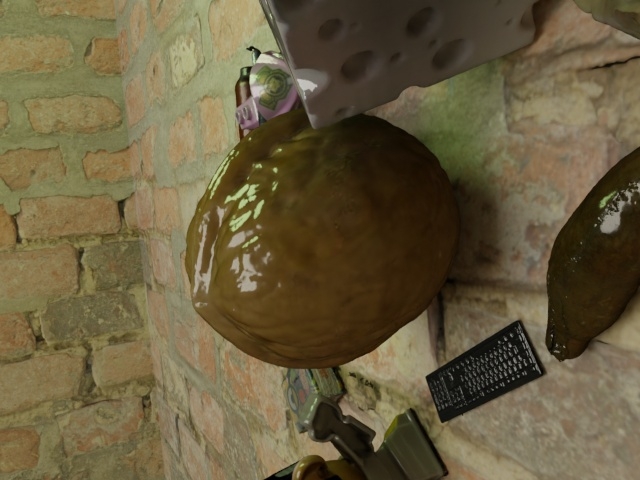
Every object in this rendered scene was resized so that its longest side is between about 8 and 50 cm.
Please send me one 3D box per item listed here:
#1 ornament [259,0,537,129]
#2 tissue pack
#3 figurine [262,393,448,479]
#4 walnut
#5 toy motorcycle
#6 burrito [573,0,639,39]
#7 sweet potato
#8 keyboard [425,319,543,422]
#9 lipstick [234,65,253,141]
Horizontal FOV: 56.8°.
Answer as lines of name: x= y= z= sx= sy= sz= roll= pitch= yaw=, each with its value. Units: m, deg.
ornament: x=0.045 y=-0.295 z=0.537 sx=0.240 sy=0.239 sz=0.240 roll=66 pitch=-178 yaw=-64
tissue pack: x=-0.018 y=0.269 z=1.080 sx=0.109 sy=0.060 sz=0.148 roll=63 pitch=148 yaw=31
figurine: x=0.027 y=0.348 z=0.777 sx=0.143 sy=0.308 sz=0.309 roll=-28 pitch=72 yaw=56
walnut: x=0.000 y=0.000 z=0.689 sx=0.333 sy=0.332 sz=0.333 roll=24 pitch=117 yaw=59
toy motorcycle: x=-0.047 y=-0.216 z=0.879 sx=0.327 sy=0.188 sz=0.143 roll=2 pitch=105 yaw=62
burrito: x=0.270 y=-0.157 z=0.332 sx=0.332 sy=0.190 sz=0.135 roll=64 pitch=-177 yaw=37
sweet potato: x=0.249 y=0.008 z=0.473 sx=0.112 sy=0.085 sz=0.286 roll=59 pitch=145 yaw=31
keyboard: x=0.188 y=0.163 z=0.709 sx=0.202 sy=0.011 sz=0.067 roll=-54 pitch=48 yaw=53
lipstick: x=-0.121 y=-0.129 z=1.167 sx=0.077 sy=0.077 sz=0.419 roll=1 pitch=96 yaw=63
